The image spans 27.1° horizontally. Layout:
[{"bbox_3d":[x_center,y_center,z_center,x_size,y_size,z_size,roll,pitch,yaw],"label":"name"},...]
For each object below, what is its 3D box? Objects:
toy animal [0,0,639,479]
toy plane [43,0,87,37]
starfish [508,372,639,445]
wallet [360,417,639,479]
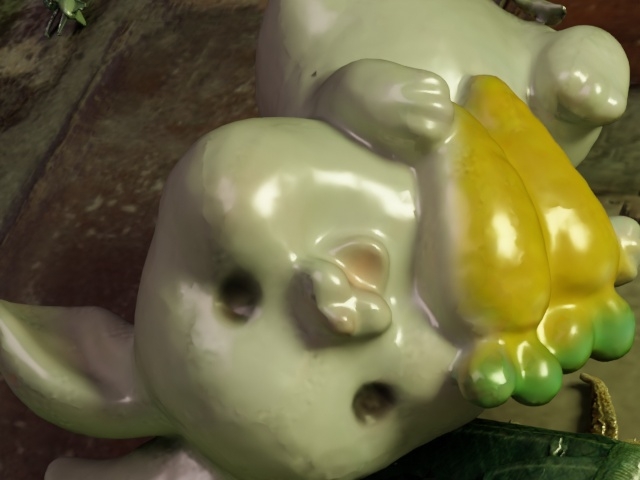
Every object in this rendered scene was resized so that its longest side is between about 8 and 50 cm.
[{"bbox_3d":[0.002,-0.003,0.608,0.247,0.183,0.310,-9,44,48],"label":"toy animal"},{"bbox_3d":[-0.208,-0.207,1.106,0.080,0.033,0.083,-41,38,28],"label":"toy plane"},{"bbox_3d":[0.124,0.096,0.589,0.086,0.016,0.092,-15,46,28],"label":"starfish"},{"bbox_3d":[0.025,0.146,0.597,0.236,0.055,0.160,3,57,45],"label":"wallet"}]
